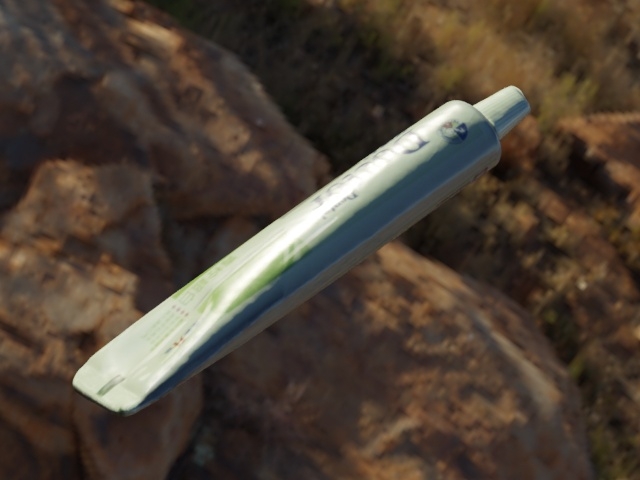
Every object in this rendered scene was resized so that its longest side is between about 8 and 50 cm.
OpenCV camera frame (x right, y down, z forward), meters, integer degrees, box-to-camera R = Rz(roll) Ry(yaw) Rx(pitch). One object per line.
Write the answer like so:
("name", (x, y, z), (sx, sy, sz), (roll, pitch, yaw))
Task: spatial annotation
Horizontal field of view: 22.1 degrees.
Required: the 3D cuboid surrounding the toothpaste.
("toothpaste", (0.000, 0.000, 0.577), (0.197, 0.029, 0.048), (-35, 26, -21))
